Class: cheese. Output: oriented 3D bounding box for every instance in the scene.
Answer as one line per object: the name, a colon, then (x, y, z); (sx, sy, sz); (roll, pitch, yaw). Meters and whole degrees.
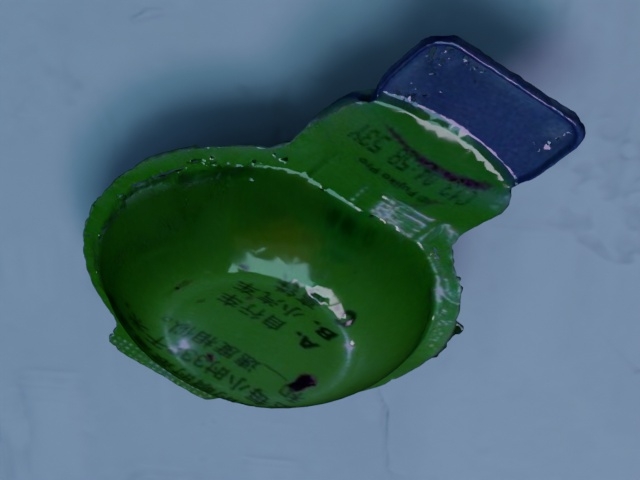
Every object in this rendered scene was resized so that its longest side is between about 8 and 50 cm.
cheese: (0.000, 0.000, 0.993); (0.204, 0.083, 0.320); (31, 134, -21)
